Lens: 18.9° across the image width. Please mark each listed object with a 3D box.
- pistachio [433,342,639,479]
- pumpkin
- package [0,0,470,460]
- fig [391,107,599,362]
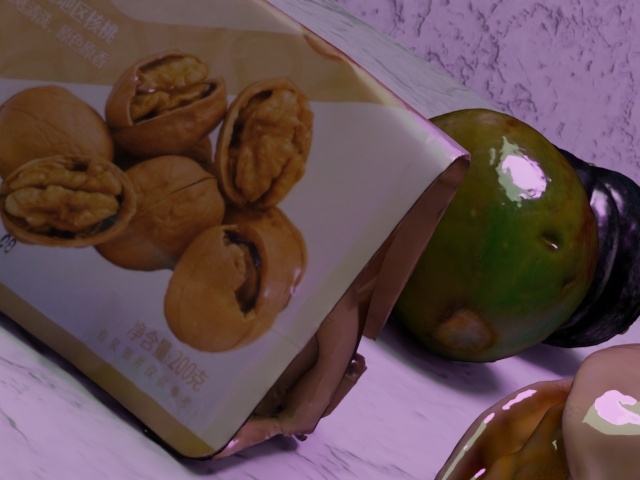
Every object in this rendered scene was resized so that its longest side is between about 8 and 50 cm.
[{"bbox_3d":[0.176,0.147,0.972,0.299,0.187,0.187,7,26,-50],"label":"pistachio"},{"bbox_3d":[0.186,-0.001,1.636,0.220,0.162,0.220,28,1,0],"label":"pumpkin"},{"bbox_3d":[-0.098,-0.034,1.055,0.311,0.221,0.165,35,-9,16],"label":"package"},{"bbox_3d":[0.113,0.005,1.414,0.181,0.181,0.191,29,36,-10],"label":"fig"}]
